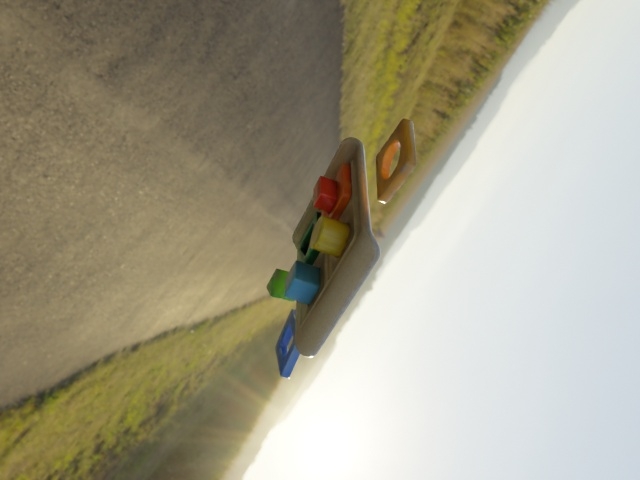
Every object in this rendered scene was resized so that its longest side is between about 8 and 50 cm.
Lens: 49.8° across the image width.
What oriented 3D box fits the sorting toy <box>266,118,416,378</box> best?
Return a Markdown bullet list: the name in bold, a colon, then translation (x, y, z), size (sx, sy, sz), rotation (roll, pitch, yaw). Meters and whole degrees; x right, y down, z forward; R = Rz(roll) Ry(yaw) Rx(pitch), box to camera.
- **sorting toy**: translation (0.000, 0.000, 0.766), size (0.196, 0.047, 0.347), rotation (-96, -152, -49)
